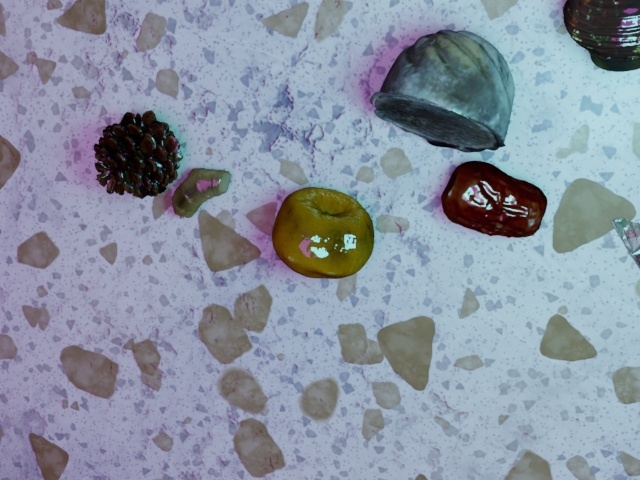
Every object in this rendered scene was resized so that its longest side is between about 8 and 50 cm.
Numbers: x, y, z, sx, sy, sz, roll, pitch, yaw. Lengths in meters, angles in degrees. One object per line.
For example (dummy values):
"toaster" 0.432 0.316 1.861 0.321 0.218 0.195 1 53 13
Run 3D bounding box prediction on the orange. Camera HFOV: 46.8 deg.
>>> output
"orange" 0.000 0.000 1.743 0.248 0.249 0.183 23 125 9

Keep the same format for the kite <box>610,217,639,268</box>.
"kite" 0.759 -0.025 1.631 0.229 0.012 0.250 15 106 11

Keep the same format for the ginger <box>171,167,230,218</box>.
"ginger" -0.308 -0.125 1.874 0.190 0.069 0.095 -39 116 20

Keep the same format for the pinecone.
"pinecone" -0.458 -0.202 1.826 0.221 0.221 0.222 4 105 15

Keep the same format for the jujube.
"jujube" 0.387 -0.087 1.647 0.230 0.155 0.155 19 108 9

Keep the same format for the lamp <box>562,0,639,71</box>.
"lamp" 0.599 -0.462 1.446 0.246 0.247 0.247 4 105 15

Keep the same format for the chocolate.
"chocolate" 0.275 -0.334 1.565 0.303 0.303 0.213 21 87 10
